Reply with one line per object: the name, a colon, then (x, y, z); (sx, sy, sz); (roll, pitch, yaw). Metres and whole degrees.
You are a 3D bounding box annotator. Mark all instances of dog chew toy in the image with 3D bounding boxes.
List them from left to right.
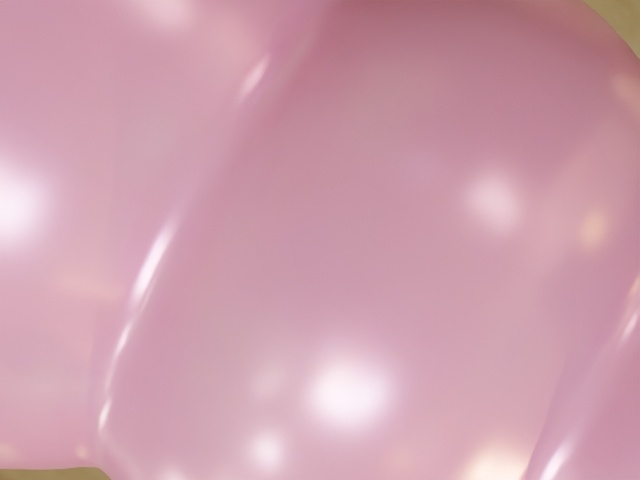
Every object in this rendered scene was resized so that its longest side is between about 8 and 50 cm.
dog chew toy: (0.000, 0.000, 0.409); (0.206, 0.332, 0.206); (-59, 172, -14)
